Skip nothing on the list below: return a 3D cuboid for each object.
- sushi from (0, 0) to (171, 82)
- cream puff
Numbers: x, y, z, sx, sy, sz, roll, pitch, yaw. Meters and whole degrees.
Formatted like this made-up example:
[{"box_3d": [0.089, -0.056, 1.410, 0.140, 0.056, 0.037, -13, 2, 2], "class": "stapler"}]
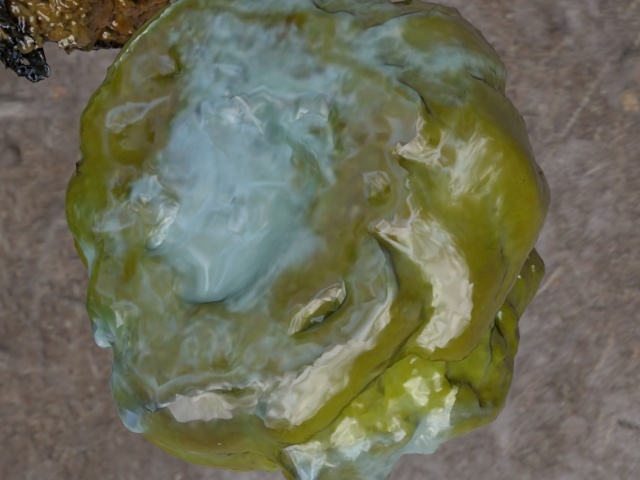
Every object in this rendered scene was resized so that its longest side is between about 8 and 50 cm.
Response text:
[{"box_3d": [-0.318, -0.302, 1.703, 0.207, 0.348, 0.234, 24, 100, 23], "class": "sushi"}, {"box_3d": [0.000, 0.000, 1.016, 0.378, 0.275, 0.378, -5, 80, 31], "class": "cream puff"}]
